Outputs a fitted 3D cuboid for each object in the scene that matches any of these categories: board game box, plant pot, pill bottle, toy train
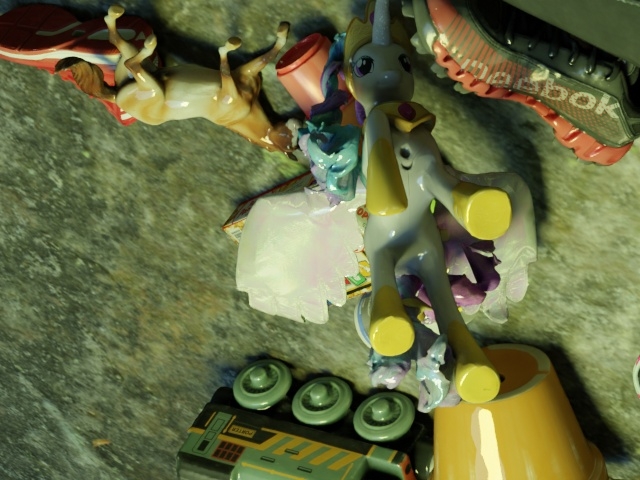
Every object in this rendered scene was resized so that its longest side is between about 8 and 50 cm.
[{"bbox_3d":[0.000,0.000,2.092,0.147,0.045,0.193,47,144,-16],"label":"board game box"},{"bbox_3d":[0.205,0.224,2.076,0.205,0.205,0.188,5,120,37],"label":"plant pot"},{"bbox_3d":[0.106,0.074,2.063,0.078,0.078,0.137,46,144,-16],"label":"pill bottle"},{"bbox_3d":[-0.014,0.267,2.297,0.334,0.190,0.142,12,140,30],"label":"toy train"}]

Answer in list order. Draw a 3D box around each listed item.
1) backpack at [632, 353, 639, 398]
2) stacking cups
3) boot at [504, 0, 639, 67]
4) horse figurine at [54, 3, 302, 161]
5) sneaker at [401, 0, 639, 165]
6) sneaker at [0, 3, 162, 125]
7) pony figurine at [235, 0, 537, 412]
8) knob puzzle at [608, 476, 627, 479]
[{"bbox_3d":[0.420,0.136,1.769,0.225,0.191,0.253,-2,138,39],"label":"backpack"},{"bbox_3d":[0.071,-0.074,1.919,0.096,0.096,0.316,-18,115,50],"label":"stacking cups"},{"bbox_3d":[0.155,-0.306,1.424,0.445,0.146,0.367,32,161,33],"label":"boot"},{"bbox_3d":[-0.140,-0.164,1.948,0.263,0.066,0.174,4,147,-6],"label":"horse figurine"},{"bbox_3d":[0.200,-0.165,1.640,0.276,0.098,0.135,27,142,-29],"label":"sneaker"},{"bbox_3d":[-0.265,-0.180,2.065,0.221,0.087,0.128,12,138,32],"label":"sneaker"},{"bbox_3d":[0.079,-0.015,1.741,0.303,0.363,0.351,-6,126,-7],"label":"pony figurine"},{"bbox_3d":[0.365,0.350,2.220,0.213,0.030,0.213,23,144,17],"label":"knob puzzle"}]
